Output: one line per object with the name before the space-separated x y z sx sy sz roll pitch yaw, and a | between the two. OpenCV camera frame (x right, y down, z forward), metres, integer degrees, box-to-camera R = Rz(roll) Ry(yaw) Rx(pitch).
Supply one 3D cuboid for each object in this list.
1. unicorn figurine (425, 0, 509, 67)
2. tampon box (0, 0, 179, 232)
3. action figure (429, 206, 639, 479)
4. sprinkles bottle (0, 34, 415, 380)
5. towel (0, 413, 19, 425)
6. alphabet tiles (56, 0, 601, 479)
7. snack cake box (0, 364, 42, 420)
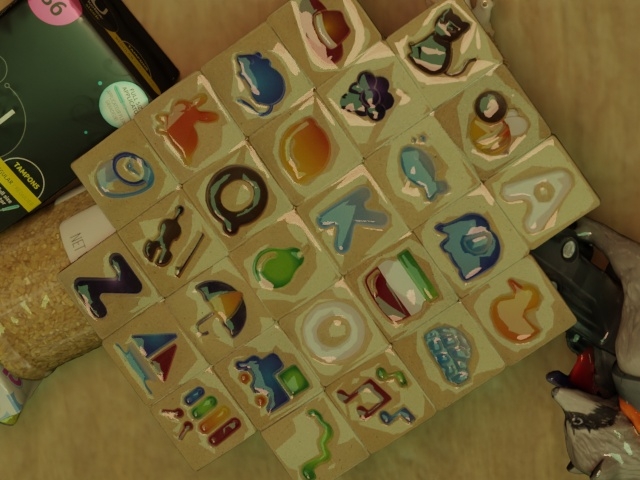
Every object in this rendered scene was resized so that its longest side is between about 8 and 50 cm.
unicorn figurine | 0.073 -0.199 1.104 0.162 0.060 0.111 16 113 13
tampon box | -0.203 -0.105 1.124 0.161 0.101 0.120 -35 106 15
action figure | 0.248 0.019 1.092 0.341 0.178 0.330 25 94 -28
sprinkles bottle | -0.086 -0.021 1.144 0.355 0.121 0.121 -26 108 13
towel | -0.261 0.107 1.261 0.060 0.009 0.083 23 111 -6
alphabet tiles | 0.000 0.000 1.065 0.342 0.011 0.285 -35 93 14
snack cake box | -0.366 0.100 1.214 0.264 0.089 0.152 -23 106 13
